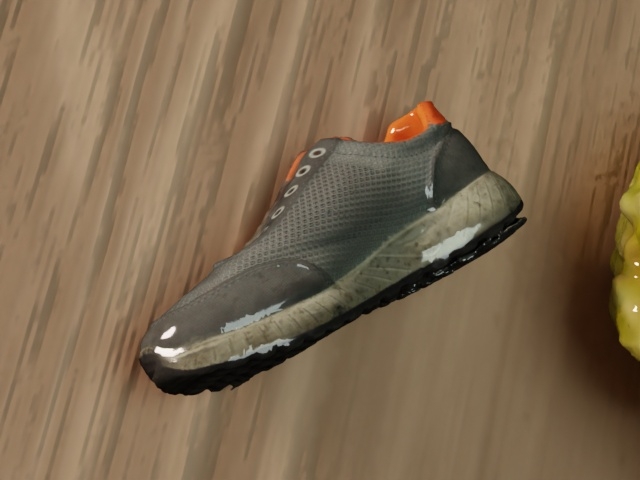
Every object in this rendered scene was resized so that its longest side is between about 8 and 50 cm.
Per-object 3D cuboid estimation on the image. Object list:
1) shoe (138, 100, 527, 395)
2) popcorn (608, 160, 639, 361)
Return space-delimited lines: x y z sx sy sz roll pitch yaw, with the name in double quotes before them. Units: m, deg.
"shoe" -0.001 0.000 0.578 0.194 0.074 0.077 -25 83 -31
"popcorn" 0.255 0.014 0.648 0.256 0.195 0.255 0 73 -29
